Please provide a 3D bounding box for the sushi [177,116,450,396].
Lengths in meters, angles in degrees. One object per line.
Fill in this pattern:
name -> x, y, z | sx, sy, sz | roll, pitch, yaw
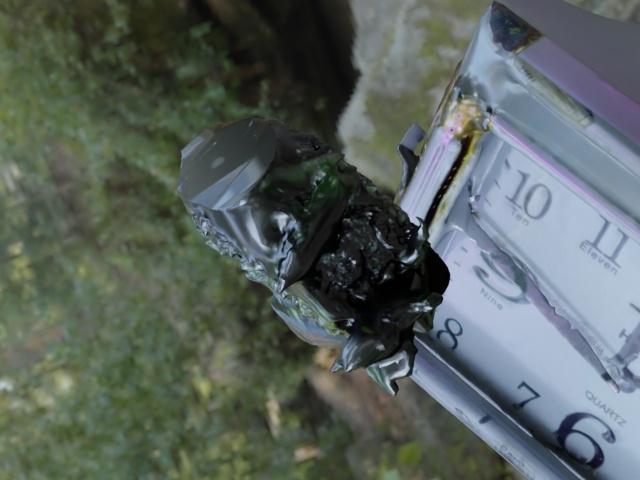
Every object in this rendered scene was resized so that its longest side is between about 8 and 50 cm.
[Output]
sushi -> 0.000, 0.000, 0.491 | 0.083, 0.056, 0.084 | 47, 176, -26

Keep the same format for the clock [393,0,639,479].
clock -> 0.132, 0.036, 0.595 | 0.253, 0.083, 0.186 | 41, 135, 18
